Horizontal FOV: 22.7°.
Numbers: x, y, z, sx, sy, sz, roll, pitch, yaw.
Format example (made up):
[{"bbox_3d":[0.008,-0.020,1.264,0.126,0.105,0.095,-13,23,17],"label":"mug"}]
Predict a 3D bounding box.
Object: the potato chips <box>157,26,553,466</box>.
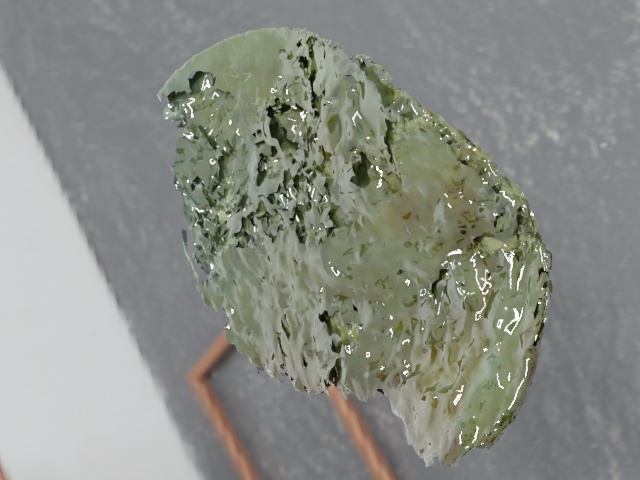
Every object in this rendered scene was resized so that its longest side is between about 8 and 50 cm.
[{"bbox_3d":[0.000,0.000,0.523,0.209,0.026,0.142,58,137,34],"label":"potato chips"}]
